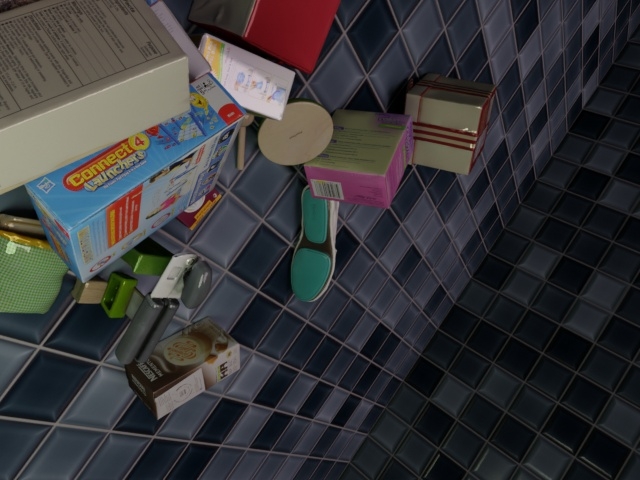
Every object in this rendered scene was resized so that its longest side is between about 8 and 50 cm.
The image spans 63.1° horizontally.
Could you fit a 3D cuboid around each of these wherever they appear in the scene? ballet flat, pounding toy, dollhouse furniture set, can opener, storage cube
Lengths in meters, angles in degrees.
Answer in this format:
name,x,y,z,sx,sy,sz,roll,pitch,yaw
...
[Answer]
name,x,y,z,sx,sy,sz,roll,pitch,yaw
ballet flat,0.000,0.000,1.545,0.139,0.139,0.399,-23,131,-41
pounding toy,-0.097,-0.279,1.243,0.237,0.110,0.182,-10,140,-13
dollhouse furniture set,-0.459,0.077,0.984,0.302,0.151,0.197,11,106,-54
can opener,-0.307,0.146,1.027,0.076,0.095,0.283,11,117,-53
storage cube,-0.102,-0.462,1.000,0.193,0.184,0.214,5,112,-52

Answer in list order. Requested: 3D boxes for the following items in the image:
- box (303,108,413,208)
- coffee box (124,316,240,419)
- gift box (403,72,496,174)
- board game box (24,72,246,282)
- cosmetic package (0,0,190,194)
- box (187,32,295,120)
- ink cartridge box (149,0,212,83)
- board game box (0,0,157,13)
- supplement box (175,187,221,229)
name,x,y,z,sx,sy,sz,roll,pitch,yaw
box,0.106,-0.218,1.357,0.117,0.214,0.242,74,33,-47
coffee box,-0.344,0.315,1.320,0.247,0.141,0.098,-27,135,-39
gift box,0.384,-0.368,1.632,0.276,0.258,0.254,-47,147,-52
board game box,-0.287,-0.087,0.834,0.302,0.086,0.308,-42,-179,-27
cosmetic package,-0.333,-0.184,0.627,0.310,0.160,0.113,-31,165,-23
box,-0.173,-0.320,1.030,0.203,0.114,0.103,12,100,-38
ink cartridge box,-0.368,-0.216,0.855,0.309,0.272,0.130,-45,110,-21
board game box,-0.373,-0.368,0.673,0.291,0.141,0.232,-44,176,-22
supplement box,-0.308,-0.120,1.088,0.104,0.081,0.188,-52,145,-11
